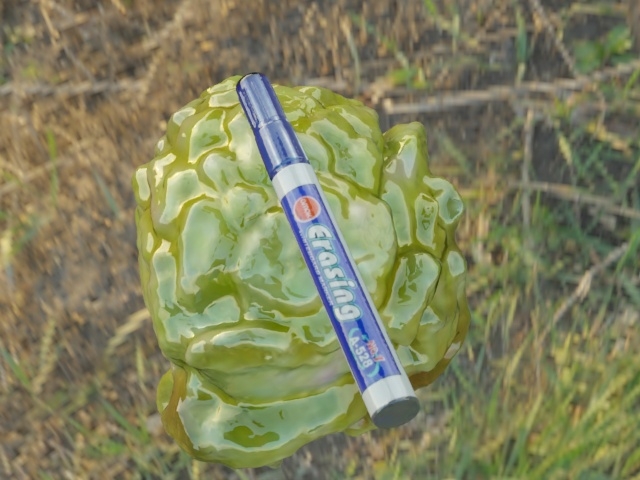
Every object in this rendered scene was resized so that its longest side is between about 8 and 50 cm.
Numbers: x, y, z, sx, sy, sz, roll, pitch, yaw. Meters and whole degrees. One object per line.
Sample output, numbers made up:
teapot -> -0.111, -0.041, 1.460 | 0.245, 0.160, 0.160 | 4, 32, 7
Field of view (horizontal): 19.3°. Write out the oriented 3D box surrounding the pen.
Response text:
pen -> 0.000, 0.000, 0.928 | 0.025, 0.025, 0.204 | -21, 63, -4

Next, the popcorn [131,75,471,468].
popcorn -> -0.012, 0.020, 1.159 | 0.212, 0.259, 0.259 | -13, 68, -3
